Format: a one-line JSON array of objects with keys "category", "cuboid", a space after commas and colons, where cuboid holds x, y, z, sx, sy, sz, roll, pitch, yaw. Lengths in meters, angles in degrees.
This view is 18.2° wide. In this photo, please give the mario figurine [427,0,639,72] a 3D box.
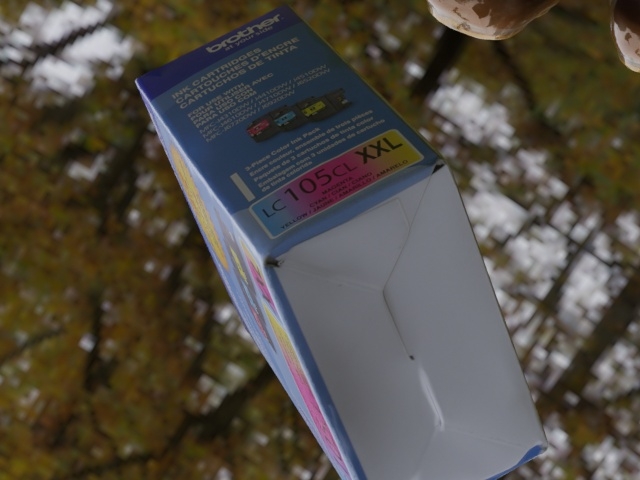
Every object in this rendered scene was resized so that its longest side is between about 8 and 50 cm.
[{"category": "mario figurine", "cuboid": [0.117, -0.220, 0.767, 0.198, 0.320, 0.170, -4, -151, -20]}]

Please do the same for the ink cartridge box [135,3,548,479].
[{"category": "ink cartridge box", "cuboid": [0.000, 0.000, 1.520, 0.270, 0.151, 0.395, 68, 173, -31]}]
